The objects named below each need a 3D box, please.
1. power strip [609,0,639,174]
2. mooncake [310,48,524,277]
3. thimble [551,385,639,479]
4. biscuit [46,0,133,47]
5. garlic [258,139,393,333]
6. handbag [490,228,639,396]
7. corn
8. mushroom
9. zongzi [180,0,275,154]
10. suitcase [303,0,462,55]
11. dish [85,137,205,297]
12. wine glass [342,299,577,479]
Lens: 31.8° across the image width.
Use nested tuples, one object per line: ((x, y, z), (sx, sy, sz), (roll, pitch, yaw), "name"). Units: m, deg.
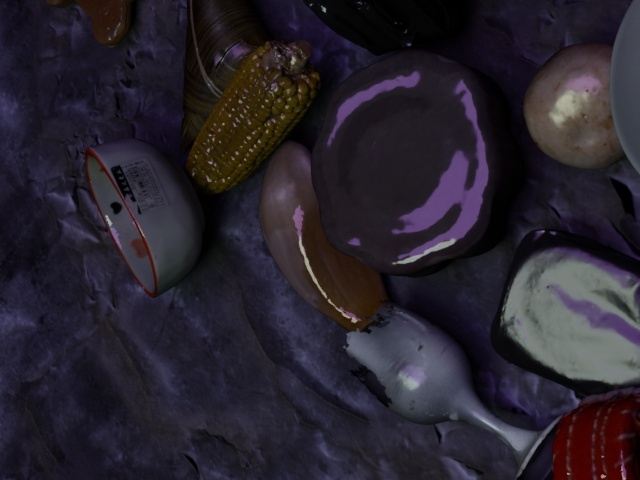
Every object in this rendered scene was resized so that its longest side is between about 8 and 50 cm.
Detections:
((0.505, -0.191, 1.251), (0.357, 0.161, 0.358), (-9, 78, 44), "power strip")
((0.137, -0.101, 1.533), (0.306, 0.154, 0.306), (-2, 86, 29), "mooncake")
((0.373, 0.280, 1.342), (0.125, 0.163, 0.190), (-23, 98, 49), "thimble")
((-0.395, -0.473, 1.913), (0.301, 0.049, 0.197), (40, 101, 25), "biscuit")
((-0.008, 0.004, 1.645), (0.143, 0.112, 0.318), (-34, 82, 19), "garlic")
((0.387, 0.115, 1.421), (0.332, 0.075, 0.192), (21, 101, 25), "handbag")
((-0.105, -0.178, 1.657), (0.322, 0.119, 0.119), (-43, 67, 39), "corn")
((0.347, -0.172, 1.443), (0.166, 0.127, 0.166), (10, 115, 23), "mushroom")
((-0.191, -0.300, 1.760), (0.241, 0.111, 0.248), (-39, 64, 27), "zongzi")
((0.065, -0.430, 1.479), (0.188, 0.345, 0.340), (-6, 75, 26), "suitcase")
((-0.257, -0.048, 1.725), (0.117, 0.256, 0.256), (-26, 68, -19), "dish")
((0.180, 0.205, 1.499), (0.321, 0.143, 0.143), (31, 101, 29), "wine glass")
